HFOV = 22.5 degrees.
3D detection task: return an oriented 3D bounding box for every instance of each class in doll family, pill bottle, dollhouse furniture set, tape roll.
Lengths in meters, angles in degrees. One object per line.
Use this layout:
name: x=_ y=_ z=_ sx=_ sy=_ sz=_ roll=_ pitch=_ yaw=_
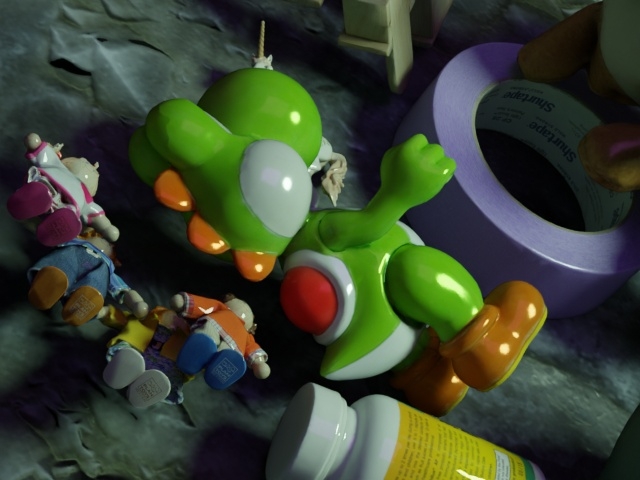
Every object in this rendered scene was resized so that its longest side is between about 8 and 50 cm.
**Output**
doll family: x=-0.162 y=0.042 z=1.252 sx=0.263 sy=0.118 sz=0.163 roll=43 pitch=12 yaw=-6
pill bottle: x=0.066 y=0.194 z=1.291 sx=0.208 sy=0.117 sz=0.118 roll=25 pitch=48 yaw=-13
dollhouse furniture set: x=-0.040 y=-0.321 z=1.664 sx=0.355 sy=0.174 sz=0.303 roll=15 pitch=58 yaw=16
tape roll: x=0.210 y=-0.062 z=1.589 sx=0.274 sy=0.090 sz=0.275 roll=16 pitch=51 yaw=-21

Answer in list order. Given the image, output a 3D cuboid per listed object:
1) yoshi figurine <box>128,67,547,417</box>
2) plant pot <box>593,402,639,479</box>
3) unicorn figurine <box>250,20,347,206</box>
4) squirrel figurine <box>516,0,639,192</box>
yoshi figurine: x=0.015 y=-0.023 z=1.364 sx=0.362 sy=0.203 sz=0.203 roll=37 pitch=8 yaw=-11
plant pot: x=0.356 y=0.224 z=1.352 sx=0.271 sy=0.255 sz=0.272 roll=17 pitch=49 yaw=-21
unicorn figurine: x=-0.040 y=-0.103 z=1.495 sx=0.162 sy=0.060 sz=0.111 roll=47 pitch=44 yaw=-16
squirrel figurine: x=0.442 y=-0.114 z=1.531 sx=0.397 sy=0.281 sz=0.370 roll=-16 pitch=74 yaw=-36
